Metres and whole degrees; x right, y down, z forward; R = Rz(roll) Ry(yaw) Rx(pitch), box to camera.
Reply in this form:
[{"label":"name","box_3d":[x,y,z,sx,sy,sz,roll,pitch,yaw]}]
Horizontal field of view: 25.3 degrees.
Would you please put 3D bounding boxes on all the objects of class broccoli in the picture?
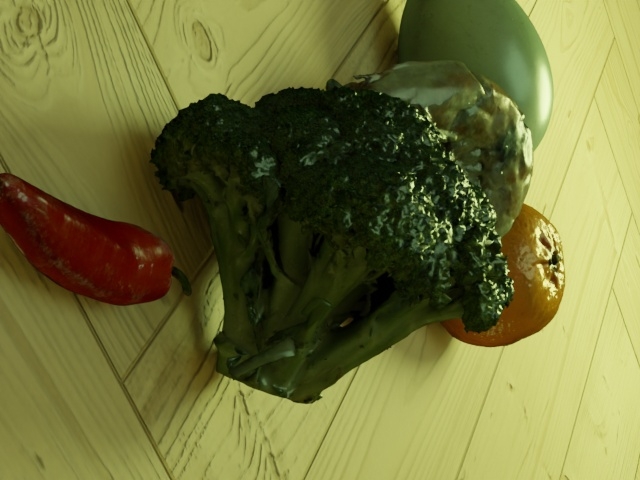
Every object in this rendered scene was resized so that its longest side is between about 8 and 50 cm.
[{"label":"broccoli","box_3d":[0.000,0.000,1.245,0.304,0.321,0.283,23,91,-48]}]

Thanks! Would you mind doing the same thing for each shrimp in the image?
[{"label":"shrimp","box_3d":[0.103,-0.083,1.566,0.360,0.085,0.247,11,92,-38]}]

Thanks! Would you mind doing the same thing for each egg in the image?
[{"label":"egg","box_3d":[0.186,-0.210,1.743,0.183,0.183,0.264,-19,92,-63]}]

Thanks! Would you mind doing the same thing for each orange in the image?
[{"label":"orange","box_3d":[0.220,0.038,1.746,0.193,0.161,0.193,-1,90,-64]}]

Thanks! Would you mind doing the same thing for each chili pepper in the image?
[{"label":"chili pepper","box_3d":[-0.175,0.008,1.097,0.272,0.063,0.071,30,55,-60]}]

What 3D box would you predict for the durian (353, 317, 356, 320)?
[{"label":"durian","box_3d":[0.068,0.078,1.532,0.091,0.080,0.080,-56,131,-38]}]
